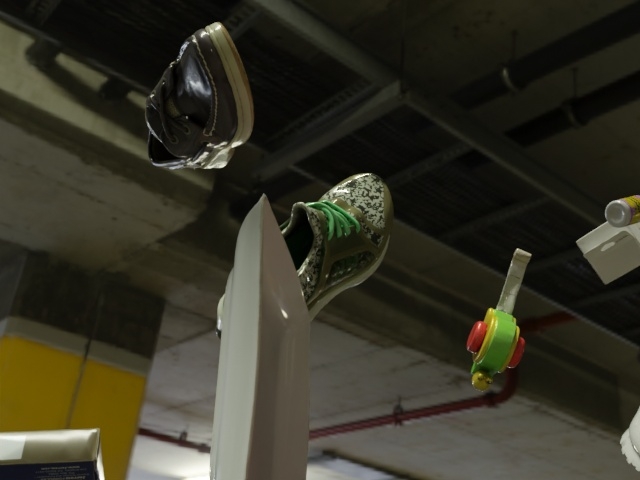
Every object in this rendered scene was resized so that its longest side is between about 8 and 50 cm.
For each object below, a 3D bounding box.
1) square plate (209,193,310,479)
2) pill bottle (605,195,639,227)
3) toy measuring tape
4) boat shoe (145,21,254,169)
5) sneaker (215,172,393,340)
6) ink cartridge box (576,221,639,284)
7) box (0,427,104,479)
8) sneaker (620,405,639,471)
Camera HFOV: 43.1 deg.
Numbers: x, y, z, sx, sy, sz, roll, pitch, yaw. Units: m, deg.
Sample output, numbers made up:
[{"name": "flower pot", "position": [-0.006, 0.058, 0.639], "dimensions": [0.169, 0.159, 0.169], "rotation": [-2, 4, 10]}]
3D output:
[{"name": "square plate", "position": [-0.057, 0.180, 0.860], "dimensions": [0.049, 0.347, 0.344], "rotation": [-2, -26, 7]}, {"name": "pill bottle", "position": [0.488, -0.047, 1.273], "dimensions": [0.083, 0.043, 0.043], "rotation": [-13, -13, -37]}, {"name": "toy measuring tape", "position": [0.393, 0.162, 1.721], "dimensions": [0.121, 0.330, 0.121], "rotation": [22, -14, 6]}, {"name": "boat shoe", "position": [-0.137, -0.132, 0.851], "dimensions": [0.092, 0.103, 0.285], "rotation": [-20, -4, -17]}, {"name": "sneaker", "position": [0.000, 0.000, 1.258], "dimensions": [0.158, 0.410, 0.182], "rotation": [30, -39, 16]}, {"name": "ink cartridge box", "position": [0.514, 0.009, 1.385], "dimensions": [0.092, 0.090, 0.143], "rotation": [-40, -15, 35]}, {"name": "box", "position": [-0.231, 0.228, 0.618], "dimensions": [0.136, 0.036, 0.225], "rotation": [0, -53, -9]}, {"name": "sneaker", "position": [0.371, 0.169, 0.837], "dimensions": [0.090, 0.095, 0.235], "rotation": [17, 21, 19]}]
